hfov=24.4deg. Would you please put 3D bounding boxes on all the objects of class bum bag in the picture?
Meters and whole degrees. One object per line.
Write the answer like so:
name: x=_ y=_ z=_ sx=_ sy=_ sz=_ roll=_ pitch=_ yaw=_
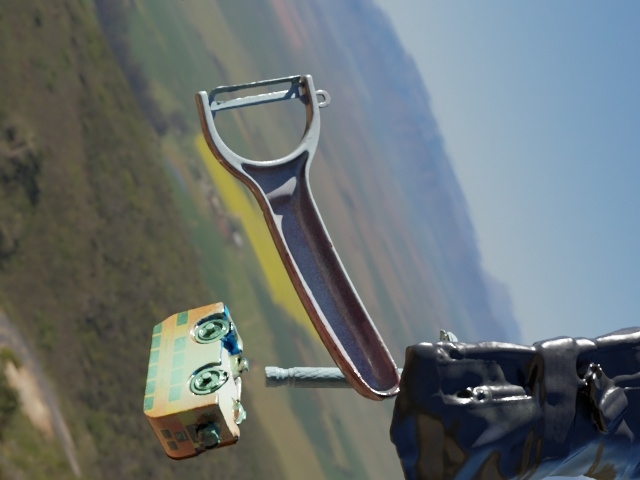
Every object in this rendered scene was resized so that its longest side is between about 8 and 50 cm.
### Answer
bum bag: x=0.177 y=0.129 z=1.083 sx=0.074 sy=0.310 sz=0.137 roll=35 pitch=-57 yaw=56

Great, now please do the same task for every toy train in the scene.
toy train: x=-0.132 y=0.150 z=1.570 sx=0.188 sy=0.099 sz=0.072 roll=-90 pitch=165 yaw=-53

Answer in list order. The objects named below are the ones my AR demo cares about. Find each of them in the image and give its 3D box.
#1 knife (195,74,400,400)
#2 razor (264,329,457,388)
knife: x=-0.001 y=0.001 z=1.161 sx=0.053 sy=0.123 sz=0.278 roll=-46 pitch=-118 yaw=57
razor: x=0.048 y=0.164 z=1.791 sx=0.068 sy=0.232 sz=0.106 roll=-93 pitch=-174 yaw=-70
